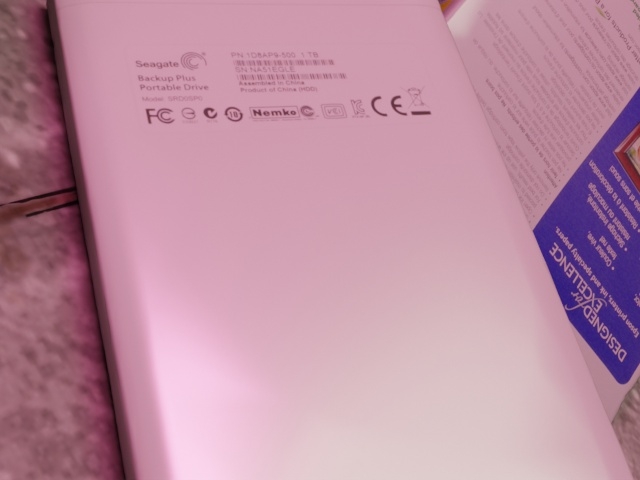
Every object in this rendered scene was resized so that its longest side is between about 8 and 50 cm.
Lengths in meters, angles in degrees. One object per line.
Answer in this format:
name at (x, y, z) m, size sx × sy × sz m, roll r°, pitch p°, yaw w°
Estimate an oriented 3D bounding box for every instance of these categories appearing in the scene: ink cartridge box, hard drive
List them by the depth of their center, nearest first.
hard drive at (0.000, 0.000, 0.505) m, size 0.233 × 0.047 × 0.353 m, roll -5°, pitch 61°, yaw -22°
ink cartridge box at (0.172, -0.053, 0.721) m, size 0.303 × 0.072 × 0.307 m, roll 49°, pitch 67°, yaw -21°
